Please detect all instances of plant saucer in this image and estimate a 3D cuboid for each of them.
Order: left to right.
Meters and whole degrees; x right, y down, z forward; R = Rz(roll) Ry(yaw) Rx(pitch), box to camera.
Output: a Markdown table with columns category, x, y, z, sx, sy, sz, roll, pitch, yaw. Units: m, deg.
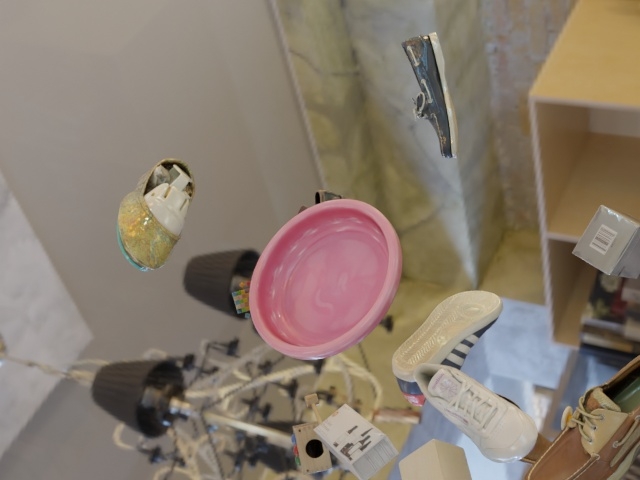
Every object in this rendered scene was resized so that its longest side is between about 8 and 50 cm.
| category | x | y | z | sx | sy | sz | roll | pitch | yaw |
| --- | --- | --- | --- | --- | --- | --- | --- | --- | --- |
| plant saucer | 0.018 | 0.081 | 1.876 | 0.084 | 0.332 | 0.332 | 40 | -117 | -48 |

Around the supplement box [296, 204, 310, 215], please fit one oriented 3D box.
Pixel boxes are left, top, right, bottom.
| category | x | y | z | sx | sy | sz | roll | pitch | yaw |
| --- | --- | --- | --- | --- | --- | --- | --- | --- | --- |
| supplement box | 0.012 | -0.001 | 2.552 | 0.104 | 0.188 | 0.080 | 114 | 180 | -46 |

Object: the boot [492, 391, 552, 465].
| category | x | y | z | sx | sy | sz | roll | pitch | yaw |
| --- | --- | --- | --- | --- | --- | --- | --- | --- | --- |
| boot | 0.545 | 0.522 | 2.671 | 0.112 | 0.305 | 0.115 | -42 | -24 | -63 |

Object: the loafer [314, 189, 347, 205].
| category | x | y | z | sx | sy | sz | roll | pitch | yaw |
| --- | --- | --- | --- | --- | --- | --- | --- | --- | --- |
| loafer | 0.000 | 0.000 | 2.407 | 0.084 | 0.096 | 0.267 | 23 | -117 | -29 |

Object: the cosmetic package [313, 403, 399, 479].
| category | x | y | z | sx | sy | sz | roll | pitch | yaw |
| --- | --- | --- | --- | --- | --- | --- | --- | --- | --- |
| cosmetic package | 0.072 | 0.430 | 2.083 | 0.099 | 0.239 | 0.060 | -36 | -74 | -12 |

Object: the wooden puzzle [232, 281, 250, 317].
| category | x | y | z | sx | sy | sz | roll | pitch | yaw |
| --- | --- | --- | --- | --- | --- | --- | --- | --- | --- |
| wooden puzzle | -0.171 | 0.135 | 2.202 | 0.006 | 0.049 | 0.083 | 146 | 107 | -74 |

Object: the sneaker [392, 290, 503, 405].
| category | x | y | z | sx | sy | sz | roll | pitch | yaw |
| --- | --- | --- | --- | --- | --- | --- | --- | --- | --- |
| sneaker | 0.299 | 0.251 | 2.254 | 0.350 | 0.131 | 0.148 | -34 | -52 | -30 |

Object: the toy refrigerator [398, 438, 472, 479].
| category | x | y | z | sx | sy | sz | roll | pitch | yaw |
| --- | --- | --- | --- | --- | --- | --- | --- | --- | --- |
| toy refrigerator | 0.233 | 0.511 | 1.767 | 0.094 | 0.102 | 0.269 | 23 | -141 | -33 |

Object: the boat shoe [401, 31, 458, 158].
| category | x | y | z | sx | sy | sz | roll | pitch | yaw |
| --- | --- | --- | --- | --- | --- | --- | --- | --- | --- |
| boat shoe | 0.213 | -0.277 | 1.875 | 0.095 | 0.079 | 0.254 | 12 | -114 | -83 |

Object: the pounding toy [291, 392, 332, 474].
| category | x | y | z | sx | sy | sz | roll | pitch | yaw |
| --- | --- | --- | --- | --- | --- | --- | --- | --- | --- |
| pounding toy | -0.035 | 0.527 | 2.641 | 0.181 | 0.094 | 0.206 | 113 | 145 | -81 |

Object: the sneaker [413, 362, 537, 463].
| category | x | y | z | sx | sy | sz | roll | pitch | yaw |
| --- | --- | --- | --- | --- | --- | --- | --- | --- | --- |
| sneaker | 0.287 | 0.329 | 1.873 | 0.152 | 0.305 | 0.114 | 36 | -94 | -34 |

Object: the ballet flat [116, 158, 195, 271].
| category | x | y | z | sx | sy | sz | roll | pitch | yaw |
| --- | --- | --- | --- | --- | --- | --- | --- | --- | --- |
| ballet flat | -0.277 | -0.063 | 1.698 | 0.348 | 0.123 | 0.123 | -97 | 5 | -68 |

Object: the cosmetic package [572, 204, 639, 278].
| category | x | y | z | sx | sy | sz | roll | pitch | yaw |
| --- | --- | --- | --- | --- | --- | --- | --- | --- | --- |
| cosmetic package | 0.651 | 0.006 | 2.113 | 0.238 | 0.107 | 0.127 | 7 | -66 | -55 |

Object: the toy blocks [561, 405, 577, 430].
| category | x | y | z | sx | sy | sz | roll | pitch | yaw |
| --- | --- | --- | --- | --- | --- | --- | --- | --- | --- |
| toy blocks | 0.576 | 0.381 | 1.958 | 0.123 | 0.148 | 0.054 | 26 | -103 | -57 |

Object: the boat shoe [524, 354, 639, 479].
| category | x | y | z | sx | sy | sz | roll | pitch | yaw |
| --- | --- | --- | --- | --- | --- | --- | --- | --- | --- |
| boat shoe | 0.443 | 0.274 | 1.492 | 0.324 | 0.122 | 0.120 | -40 | -62 | 1 |
